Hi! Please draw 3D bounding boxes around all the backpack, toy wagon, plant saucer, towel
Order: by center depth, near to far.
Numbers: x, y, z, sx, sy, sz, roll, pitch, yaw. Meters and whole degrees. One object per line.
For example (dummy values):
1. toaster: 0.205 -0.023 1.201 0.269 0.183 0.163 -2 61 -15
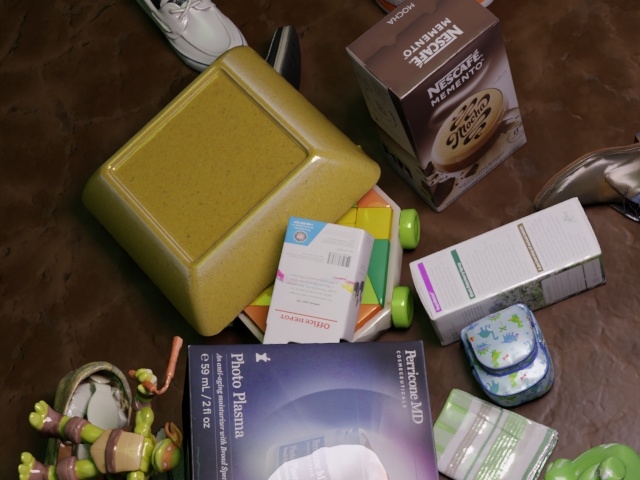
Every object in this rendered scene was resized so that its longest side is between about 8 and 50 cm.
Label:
1. towel: 0.210 0.260 1.904 0.152 0.023 0.113 23 70 25
2. backpack: 0.239 0.147 1.921 0.105 0.084 0.114 -23 62 5
3. plant saucer: -0.142 -0.091 2.070 0.333 0.081 0.333 -44 59 -3
4. toy wagon: 0.000 0.000 2.074 0.267 0.068 0.344 -1 63 15

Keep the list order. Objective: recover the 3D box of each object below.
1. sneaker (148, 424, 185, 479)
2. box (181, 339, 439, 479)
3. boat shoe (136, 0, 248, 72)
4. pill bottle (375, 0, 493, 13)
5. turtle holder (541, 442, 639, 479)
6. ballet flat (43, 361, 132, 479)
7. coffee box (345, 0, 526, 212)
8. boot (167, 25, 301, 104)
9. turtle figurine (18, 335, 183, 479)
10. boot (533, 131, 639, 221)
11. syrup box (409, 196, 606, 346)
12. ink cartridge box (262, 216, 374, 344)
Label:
1. sneaker: -0.149 0.365 1.916 0.122 0.110 0.283 -10 62 -10
2. box: -0.014 0.285 1.814 0.294 0.182 0.296 -1 61 -9
3. boat shoe: -0.209 -0.354 2.309 0.096 0.088 0.267 -36 59 -6
4. pill bottle: 0.136 -0.497 2.115 0.224 0.392 0.224 -6 61 12
5. turtle holder: 0.319 0.368 1.692 0.227 0.243 0.320 -48 58 26
6. ballet flat: -0.305 0.314 1.949 0.123 0.123 0.348 -5 59 13
7. coffee box: 0.159 -0.190 1.999 0.168 0.297 0.119 -39 59 -7
8. boot: -0.131 -0.214 2.214 0.179 0.085 0.236 4 66 18
9. turtle figurine: -0.254 0.249 1.862 0.217 0.087 0.269 2 79 20
10. boot: 0.397 -0.066 1.994 0.219 0.082 0.106 -27 56 -2
11. syrup box: 0.245 0.042 1.970 0.237 0.093 0.096 -21 59 4
12. ink cartridge box: -0.003 0.069 1.946 0.104 0.061 0.181 11 83 17
